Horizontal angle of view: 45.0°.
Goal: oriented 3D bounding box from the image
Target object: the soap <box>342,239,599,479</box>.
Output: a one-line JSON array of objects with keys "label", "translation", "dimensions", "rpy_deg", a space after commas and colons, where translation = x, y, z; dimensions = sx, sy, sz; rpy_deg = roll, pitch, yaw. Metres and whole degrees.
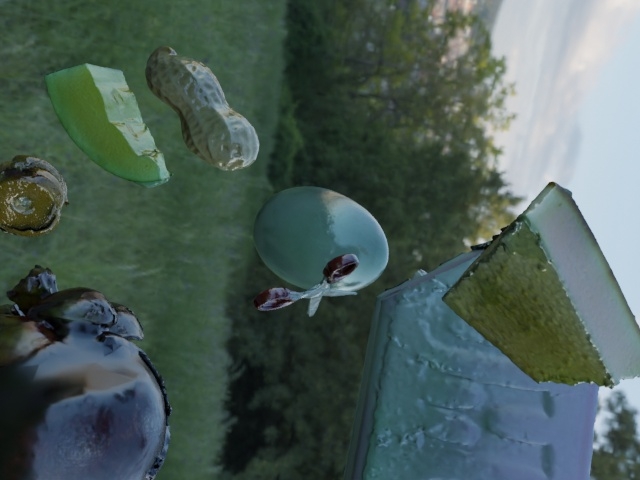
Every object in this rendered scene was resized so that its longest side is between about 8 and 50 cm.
[{"label": "soap", "translation": [0.173, 0.206, 0.899], "dimensions": [0.156, 0.261, 0.446], "rpy_deg": [90, 11, -77]}]

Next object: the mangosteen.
[{"label": "mangosteen", "translation": [-0.443, 0.279, 1.285], "dimensions": [0.381, 0.381, 0.421], "rpy_deg": [92, -17, -55]}]

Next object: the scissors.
[{"label": "scissors", "translation": [-0.002, 0.073, 1.069], "dimensions": [0.248, 0.144, 0.017], "rpy_deg": [50, 15, -75]}]

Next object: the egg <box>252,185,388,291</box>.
[{"label": "egg", "translation": [0.000, 0.000, 1.268], "dimensions": [0.168, 0.231, 0.168], "rpy_deg": [19, 90, -80]}]

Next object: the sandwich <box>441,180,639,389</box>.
[{"label": "sandwich", "translation": [0.195, 0.055, 0.617], "dimensions": [0.058, 0.162, 0.193], "rpy_deg": [-45, 170, -22]}]

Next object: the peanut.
[{"label": "peanut", "translation": [-0.243, -0.261, 1.551], "dimensions": [0.136, 0.298, 0.120], "rpy_deg": [-37, 180, 15]}]

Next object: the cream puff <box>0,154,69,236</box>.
[{"label": "cream puff", "translation": [-0.446, -0.064, 1.156], "dimensions": [0.104, 0.133, 0.119], "rpy_deg": [-104, 173, -62]}]

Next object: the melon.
[{"label": "melon", "translation": [-0.440, -0.231, 1.655], "dimensions": [0.124, 0.323, 0.196], "rpy_deg": [-39, 165, 33]}]

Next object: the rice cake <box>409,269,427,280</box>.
[{"label": "rice cake", "translation": [0.285, 0.167, 1.635], "dimensions": [0.057, 0.256, 0.052], "rpy_deg": [-48, 170, 15]}]
